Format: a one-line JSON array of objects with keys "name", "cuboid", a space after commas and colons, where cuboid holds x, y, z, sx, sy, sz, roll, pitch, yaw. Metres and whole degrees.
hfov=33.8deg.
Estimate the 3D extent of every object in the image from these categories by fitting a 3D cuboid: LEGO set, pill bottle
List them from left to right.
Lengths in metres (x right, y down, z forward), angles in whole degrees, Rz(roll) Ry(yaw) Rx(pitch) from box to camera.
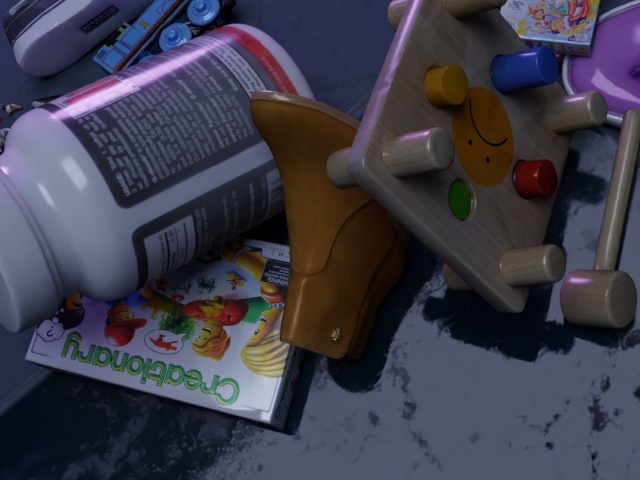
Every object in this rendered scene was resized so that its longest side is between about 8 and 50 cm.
[{"name": "LEGO set", "cuboid": [-0.405, -0.139, 1.336, 0.054, 0.023, 0.083, -14, 69, 11]}, {"name": "pill bottle", "cuboid": [-0.190, -0.066, 1.083, 0.363, 0.210, 0.210, -29, 64, -26]}]

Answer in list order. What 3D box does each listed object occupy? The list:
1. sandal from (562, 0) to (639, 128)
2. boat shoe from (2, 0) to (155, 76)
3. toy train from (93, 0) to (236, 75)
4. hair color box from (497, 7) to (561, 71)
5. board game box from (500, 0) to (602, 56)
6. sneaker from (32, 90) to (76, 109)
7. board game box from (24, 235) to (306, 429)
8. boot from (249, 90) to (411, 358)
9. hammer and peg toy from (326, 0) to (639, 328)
[{"name": "sandal", "cuboid": [0.461, -0.200, 1.079, 0.416, 0.102, 0.169, 2, 72, 17]}, {"name": "boat shoe", "cuboid": [-0.269, -0.328, 1.325, 0.301, 0.108, 0.102, -34, 68, 10]}, {"name": "toy train", "cuboid": [-0.184, -0.245, 1.285, 0.105, 0.080, 0.184, 38, 85, 29]}, {"name": "hair color box", "cuboid": [0.200, -0.227, 1.191, 0.072, 0.043, 0.141, -38, 67, -1]}, {"name": "board game box", "cuboid": [0.259, -0.280, 1.154, 0.103, 0.026, 0.154, 9, 74, 20]}, {"name": "sneaker", "cuboid": [-0.284, -0.130, 1.278, 0.178, 0.072, 0.077, 22, 118, 37]}, {"name": "board game box", "cuboid": [-0.161, 0.081, 1.180, 0.305, 0.053, 0.193, 11, 75, 18]}, {"name": "boot", "cuboid": [0.000, 0.000, 1.036, 0.104, 0.295, 0.211, 13, 76, 36]}, {"name": "hammer and peg toy", "cuboid": [0.180, -0.075, 1.023, 0.127, 0.361, 0.266, -8, 53, 45]}]
